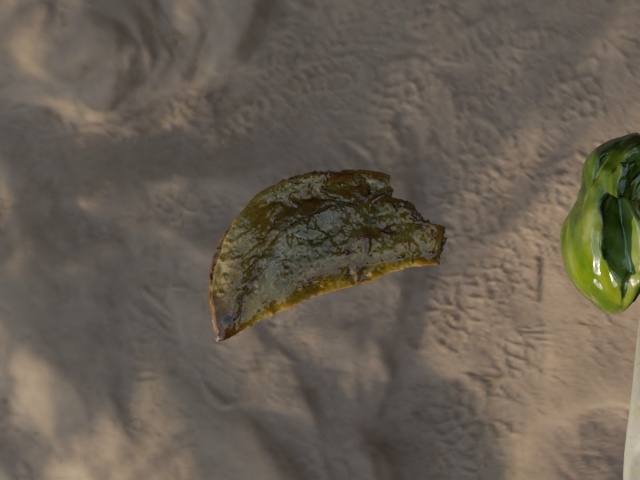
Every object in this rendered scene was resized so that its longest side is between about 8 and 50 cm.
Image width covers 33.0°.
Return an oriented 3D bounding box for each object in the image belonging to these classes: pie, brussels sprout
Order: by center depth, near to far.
[{"bbox_3d":[0.000,0.000,0.713,0.169,0.034,0.092,-15,85,-12],"label":"pie"},{"bbox_3d":[0.235,-0.013,0.832,0.100,0.181,0.139,23,92,-1],"label":"brussels sprout"}]

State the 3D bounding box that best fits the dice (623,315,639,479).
[{"bbox_3d":[0.494,0.163,1.225,0.276,0.304,0.304,9,55,16],"label":"dice"}]
